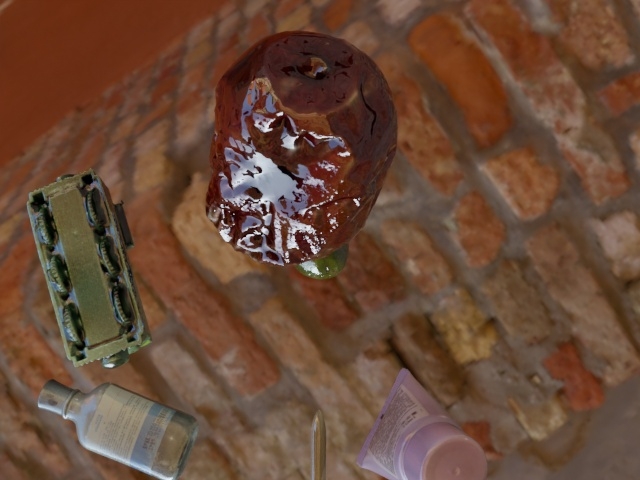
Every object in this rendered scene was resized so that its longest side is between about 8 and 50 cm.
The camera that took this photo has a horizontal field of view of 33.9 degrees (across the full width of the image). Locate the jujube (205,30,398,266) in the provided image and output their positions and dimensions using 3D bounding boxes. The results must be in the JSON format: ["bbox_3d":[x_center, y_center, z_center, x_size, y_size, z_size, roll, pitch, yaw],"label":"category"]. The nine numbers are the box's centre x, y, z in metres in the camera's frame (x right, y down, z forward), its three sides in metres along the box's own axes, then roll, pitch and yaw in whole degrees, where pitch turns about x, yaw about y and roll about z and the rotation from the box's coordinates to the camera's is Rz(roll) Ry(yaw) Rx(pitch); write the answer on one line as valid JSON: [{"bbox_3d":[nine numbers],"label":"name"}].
[{"bbox_3d":[-0.034,-0.124,1.509,0.276,0.276,0.377,54,158,19],"label":"jujube"}]

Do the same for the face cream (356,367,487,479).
[{"bbox_3d":[0.122,0.266,1.387,0.096,0.154,0.274,25,179,-18],"label":"face cream"}]

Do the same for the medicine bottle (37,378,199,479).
[{"bbox_3d":[-0.263,0.235,1.354,0.208,0.090,0.054,20,175,11],"label":"medicine bottle"}]

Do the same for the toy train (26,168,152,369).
[{"bbox_3d":[-0.359,0.052,1.708,0.178,0.138,0.330,55,-164,-75],"label":"toy train"}]

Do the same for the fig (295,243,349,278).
[{"bbox_3d":[0.000,0.000,2.018,0.123,0.123,0.156,54,156,20],"label":"fig"}]

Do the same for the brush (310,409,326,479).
[{"bbox_3d":[-0.006,0.382,1.425,0.039,0.042,0.299,-10,77,53],"label":"brush"}]
